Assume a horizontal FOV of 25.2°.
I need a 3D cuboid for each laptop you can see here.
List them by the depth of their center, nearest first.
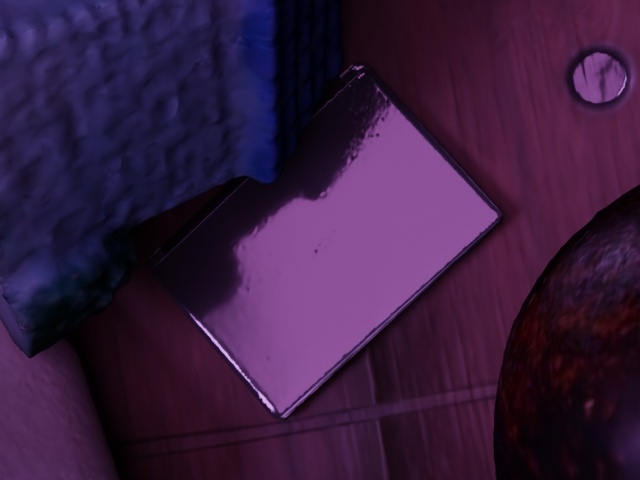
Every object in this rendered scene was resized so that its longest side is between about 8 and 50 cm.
[{"bbox_3d":[0.000,0.000,0.835,0.180,0.016,0.129,-43,80,8],"label":"laptop"}]

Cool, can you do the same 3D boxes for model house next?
[{"bbox_3d":[-0.106,-0.168,0.783,0.329,0.251,0.295,-31,55,-15],"label":"model house"}]

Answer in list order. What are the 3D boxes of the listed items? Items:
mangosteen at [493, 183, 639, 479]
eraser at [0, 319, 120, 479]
[{"bbox_3d":[0.233,0.082,0.639,0.330,0.330,0.330,0,88,12],"label":"mangosteen"},{"bbox_3d":[-0.313,0.167,0.783,0.331,0.331,0.150,-35,54,9],"label":"eraser"}]
